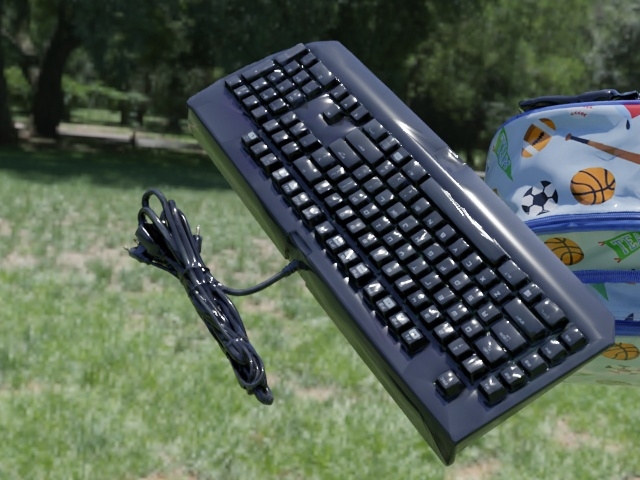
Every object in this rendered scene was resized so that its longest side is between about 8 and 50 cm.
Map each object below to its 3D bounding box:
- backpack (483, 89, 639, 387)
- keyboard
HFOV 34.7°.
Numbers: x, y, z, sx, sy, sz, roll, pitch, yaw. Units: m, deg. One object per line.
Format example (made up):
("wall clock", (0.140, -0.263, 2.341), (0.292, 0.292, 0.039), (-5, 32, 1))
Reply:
("backpack", (0.236, 0.001, 0.772), (0.277, 0.213, 0.263), (-6, -28, 18))
("keyboard", (0.000, 0.000, 0.609), (0.201, 0.033, 0.317), (-33, 52, -8))
